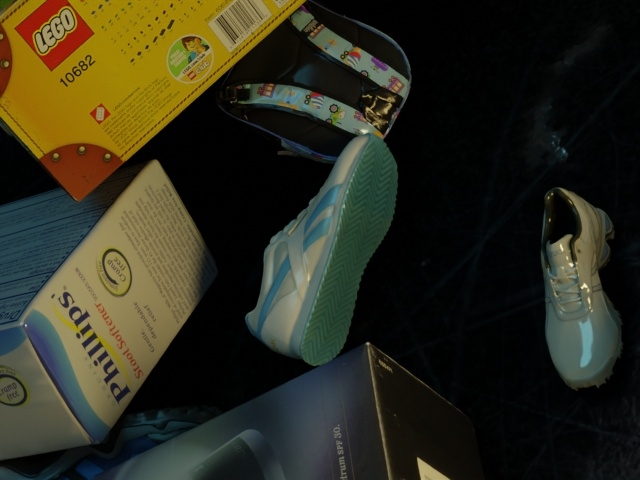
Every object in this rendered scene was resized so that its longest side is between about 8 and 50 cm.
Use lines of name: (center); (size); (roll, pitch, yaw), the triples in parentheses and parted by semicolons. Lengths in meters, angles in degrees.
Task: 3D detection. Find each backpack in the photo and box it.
backpack: (0.003, -0.152, 1.548); (0.173, 0.117, 0.158); (25, 79, 12)

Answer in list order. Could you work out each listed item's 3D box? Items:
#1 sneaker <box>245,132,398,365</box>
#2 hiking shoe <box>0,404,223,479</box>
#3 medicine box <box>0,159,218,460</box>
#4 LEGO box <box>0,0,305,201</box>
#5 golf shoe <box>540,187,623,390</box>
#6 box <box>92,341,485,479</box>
sneaker: (0.000, 0.000, 1.458); (0.092, 0.087, 0.229); (16, 79, 38)
hiking shoe: (-0.213, 0.247, 1.485); (0.304, 0.113, 0.132); (-21, 81, 19)
medicine box: (-0.289, 0.076, 1.526); (0.263, 0.149, 0.289); (-13, 28, 32)
LEGO box: (-0.173, -0.315, 1.553); (0.500, 0.193, 0.372); (-43, 32, -7)
golf shoe: (0.207, 0.037, 1.283); (0.069, 0.086, 0.176); (-18, 54, 27)
box: (-0.018, 0.291, 1.226); (0.294, 0.182, 0.296); (-29, 48, 22)
